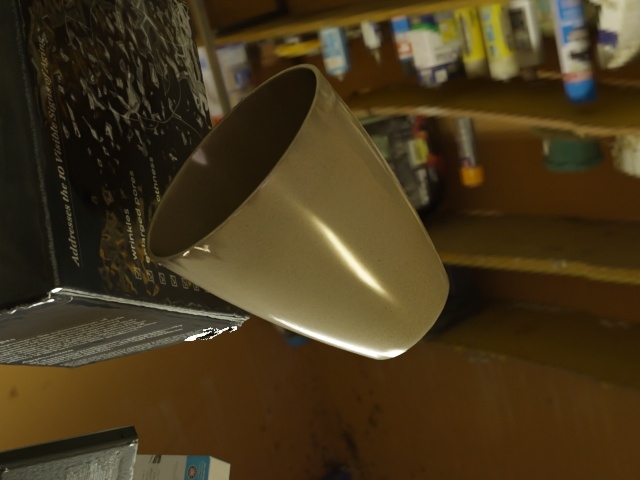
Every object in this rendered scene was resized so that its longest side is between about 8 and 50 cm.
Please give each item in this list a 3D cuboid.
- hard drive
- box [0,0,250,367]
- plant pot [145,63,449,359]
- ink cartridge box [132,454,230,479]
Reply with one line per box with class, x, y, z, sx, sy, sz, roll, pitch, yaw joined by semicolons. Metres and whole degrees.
hard drive;-0.249;0.228;1.068;0.135;0.094;0.022;-8;-136;-27
box;-0.343;-0.108;1.331;0.298;0.479;0.472;-15;167;15
plant pot;0.000;0.000;1.172;0.256;0.274;0.256;-38;-155;22
ink cartridge box;-0.216;0.339;1.458;0.180;0.104;0.060;-4;160;24
